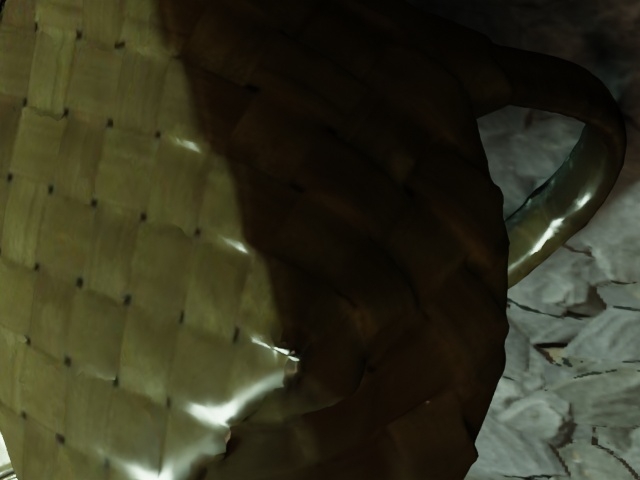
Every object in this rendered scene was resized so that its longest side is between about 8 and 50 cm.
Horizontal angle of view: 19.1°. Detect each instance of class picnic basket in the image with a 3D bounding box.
[{"bbox_3d":[0.000,0.000,0.924,0.337,0.337,0.293,34,130,-13],"label":"picnic basket"}]

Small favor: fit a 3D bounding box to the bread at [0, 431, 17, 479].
[{"bbox_3d":[-0.187,0.143,1.224,0.224,0.142,0.212,-26,106,40],"label":"bread"}]
